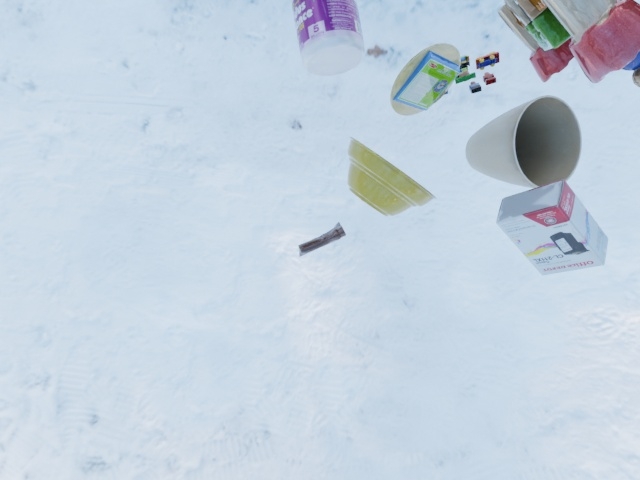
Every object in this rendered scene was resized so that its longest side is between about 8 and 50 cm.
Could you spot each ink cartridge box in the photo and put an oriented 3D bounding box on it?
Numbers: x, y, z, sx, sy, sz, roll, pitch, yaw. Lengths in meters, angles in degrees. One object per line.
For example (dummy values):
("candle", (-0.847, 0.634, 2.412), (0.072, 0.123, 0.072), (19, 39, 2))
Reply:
("ink cartridge box", (0.446, -0.019, 0.931), (0.175, 0.127, 0.072), (42, 56, -21))

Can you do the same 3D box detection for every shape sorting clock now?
("shape sorting clock", (0.262, -0.401, 1.216), (0.206, 0.206, 0.040), (-31, 64, 4))

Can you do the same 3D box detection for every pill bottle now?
("pill bottle", (0.010, -0.600, 1.250), (0.169, 0.169, 0.302), (-10, 82, 5))

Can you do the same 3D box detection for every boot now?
("boot", (0.000, 0.000, 1.088), (0.114, 0.106, 0.037), (-28, 90, 2))

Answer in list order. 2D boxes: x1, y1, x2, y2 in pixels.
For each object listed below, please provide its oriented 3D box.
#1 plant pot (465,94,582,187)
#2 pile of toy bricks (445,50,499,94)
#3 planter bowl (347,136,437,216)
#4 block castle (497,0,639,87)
("plant pot", (0.576, -0.277, 1.455), (0.256, 0.274, 0.257), (-2, 95, -22))
("pile of toy bricks", (0.438, -0.528, 1.510), (0.212, 0.105, 0.118), (-14, 134, 9))
("planter bowl", (0.121, -0.112, 0.985), (0.217, 0.217, 0.090), (36, 100, 3))
("block castle", (0.434, -0.361, 0.662), (0.303, 0.453, 0.213), (-41, 93, 23))
